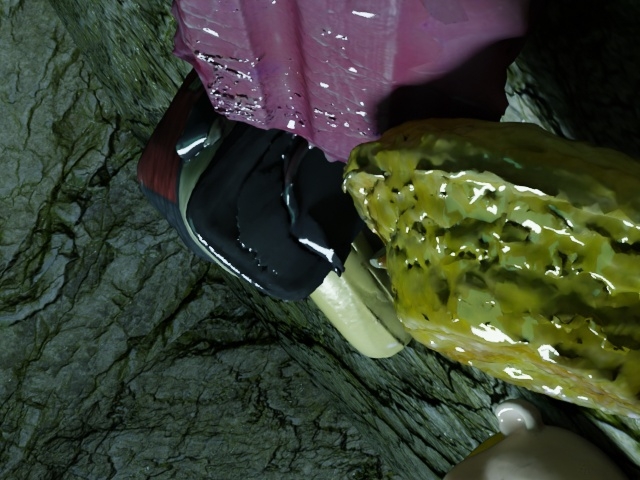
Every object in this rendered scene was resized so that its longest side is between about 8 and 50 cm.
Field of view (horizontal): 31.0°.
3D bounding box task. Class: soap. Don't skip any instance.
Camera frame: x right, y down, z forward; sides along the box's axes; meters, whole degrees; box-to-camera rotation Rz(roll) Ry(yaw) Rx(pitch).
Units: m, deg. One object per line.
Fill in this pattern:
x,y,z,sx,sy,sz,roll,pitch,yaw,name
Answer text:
0.021,-0.145,0.699,0.220,0.127,0.325,19,169,3,soap

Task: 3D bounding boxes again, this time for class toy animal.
0.258,0.354,1.251,0.345,0.277,0.247,52,157,18,toy animal

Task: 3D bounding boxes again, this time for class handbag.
-0.025,-0.090,0.947,0.181,0.254,0.181,40,175,-29,handbag

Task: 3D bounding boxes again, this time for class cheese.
0.000,0.000,1.495,0.259,0.128,0.316,41,163,55,cheese

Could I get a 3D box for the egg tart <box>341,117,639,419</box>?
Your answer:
0.139,0.026,0.683,0.294,0.123,0.294,17,170,3,egg tart

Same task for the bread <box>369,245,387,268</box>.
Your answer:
0.111,0.008,1.250,0.109,0.062,0.043,11,-179,-13,bread
